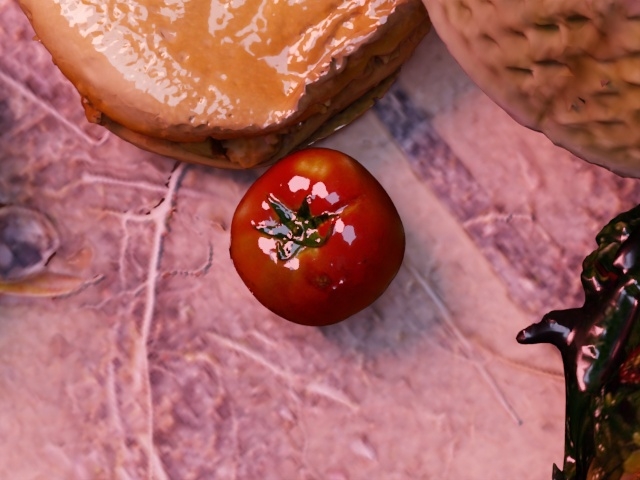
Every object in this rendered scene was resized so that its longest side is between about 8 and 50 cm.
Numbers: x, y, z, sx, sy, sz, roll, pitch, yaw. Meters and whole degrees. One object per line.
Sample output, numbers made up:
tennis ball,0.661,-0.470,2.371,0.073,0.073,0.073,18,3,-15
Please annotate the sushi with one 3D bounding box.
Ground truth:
sushi,0.165,0.069,0.890,0.140,0.149,0.287,52,51,-11

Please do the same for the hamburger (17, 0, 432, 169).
hamburger,-0.047,-0.140,0.975,0.214,0.108,0.214,-1,82,7

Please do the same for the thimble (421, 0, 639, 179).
thimble,0.181,-0.164,0.880,0.271,0.150,0.271,7,61,-12

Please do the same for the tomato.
tomato,0.000,0.000,0.965,0.087,0.075,0.087,-1,87,19
